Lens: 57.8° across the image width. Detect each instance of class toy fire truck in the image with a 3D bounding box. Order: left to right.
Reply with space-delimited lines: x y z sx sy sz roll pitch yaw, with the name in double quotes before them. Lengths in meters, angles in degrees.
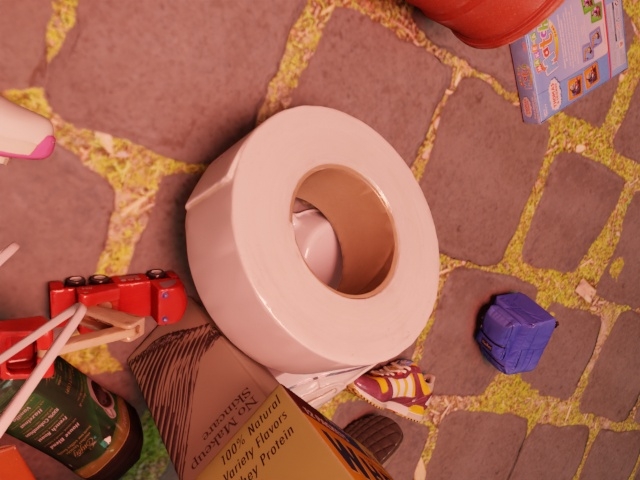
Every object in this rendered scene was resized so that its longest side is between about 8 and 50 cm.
"toy fire truck" -0.220 0.077 0.587 0.192 0.135 0.047 -4 107 -30

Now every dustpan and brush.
"dustpan and brush" -0.018 -0.003 0.740 0.147 0.060 0.211 -49 131 -23

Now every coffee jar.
"coffee jar" -0.273 0.180 0.612 0.079 0.096 0.184 -44 122 -5

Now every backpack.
"backpack" 0.314 0.160 0.965 0.101 0.098 0.120 -5 121 -21

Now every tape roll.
"tape roll" 0.000 0.000 0.638 0.286 0.100 0.286 14 66 -35

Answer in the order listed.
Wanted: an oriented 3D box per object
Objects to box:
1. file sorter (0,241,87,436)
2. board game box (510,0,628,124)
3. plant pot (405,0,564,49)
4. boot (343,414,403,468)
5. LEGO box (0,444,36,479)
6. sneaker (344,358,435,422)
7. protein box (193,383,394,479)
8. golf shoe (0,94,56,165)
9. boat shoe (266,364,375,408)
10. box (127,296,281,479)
"file sorter" -0.320 0.029 0.345 0.173 0.193 0.277 -33 111 15
"board game box" 0.385 -0.298 0.890 0.212 0.039 0.160 -32 119 -19
"plant pot" 0.104 -0.363 0.579 0.265 0.272 0.272 8 101 -25
"boot" 0.054 0.392 0.902 0.246 0.083 0.161 -45 130 -5
"LEGO box" -0.304 0.483 0.426 0.193 0.372 0.500 -3 129 -56
"sneaker" 0.103 0.211 0.875 0.185 0.070 0.083 32 79 -41
"protein box" -0.013 0.252 0.394 0.200 0.201 0.136 -48 121 -6
"golf shoe" -0.352 -0.158 0.448 0.306 0.115 0.140 21 91 -35
"boat shoe" -0.014 0.182 0.773 0.268 0.096 0.088 -19 119 -24
"box" -0.105 0.167 0.601 0.113 0.275 0.094 -48 122 -9
